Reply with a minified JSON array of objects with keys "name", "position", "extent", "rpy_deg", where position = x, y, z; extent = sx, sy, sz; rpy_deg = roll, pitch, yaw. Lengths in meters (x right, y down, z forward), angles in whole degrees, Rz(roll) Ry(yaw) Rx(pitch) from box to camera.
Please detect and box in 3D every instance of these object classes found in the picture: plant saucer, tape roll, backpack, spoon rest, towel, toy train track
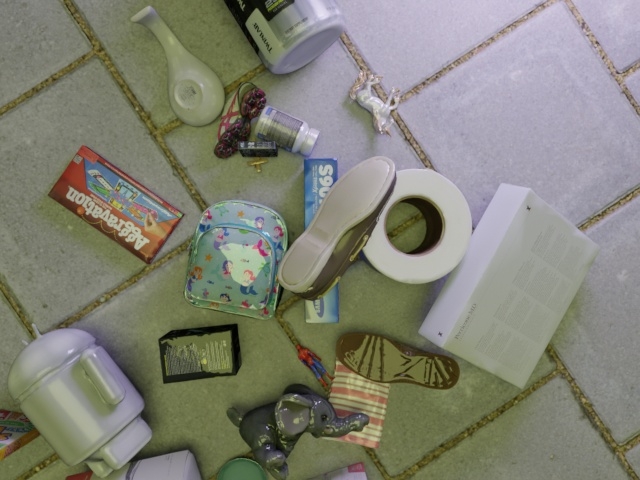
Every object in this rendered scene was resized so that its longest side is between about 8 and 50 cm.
[{"name":"plant saucer","position":[-0.184,0.567,1.319],"extent":[0.119,0.021,0.119],"rpy_deg":[0,90,-2]},{"name":"tape roll","position":[0.195,-0.030,1.254],"extent":[0.246,0.169,0.246],"rpy_deg":[0,89,-2]},{"name":"backpack","position":[-0.180,0.036,1.243],"extent":[0.225,0.191,0.253],"rpy_deg":[12,85,-1]},{"name":"spoon rest","position":[-0.322,-0.394,1.286],"extent":[0.137,0.084,0.276],"rpy_deg":[-26,102,15]},{"name":"towel","position":[0.088,0.382,1.323],"extent":[0.144,0.029,0.197],"rpy_deg":[12,90,-2]},{"name":"toy train track","position":[-0.151,-0.201,1.322],"extent":[0.048,0.014,0.083],"rpy_deg":[-10,84,0]}]

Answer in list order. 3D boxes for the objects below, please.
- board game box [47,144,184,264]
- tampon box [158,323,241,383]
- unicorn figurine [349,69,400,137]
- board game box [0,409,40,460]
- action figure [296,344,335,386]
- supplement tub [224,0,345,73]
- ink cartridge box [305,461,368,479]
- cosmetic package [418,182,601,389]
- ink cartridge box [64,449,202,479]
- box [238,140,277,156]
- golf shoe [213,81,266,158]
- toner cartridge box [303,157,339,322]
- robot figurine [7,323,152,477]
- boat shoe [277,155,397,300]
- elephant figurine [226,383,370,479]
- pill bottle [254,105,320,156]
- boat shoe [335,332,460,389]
[{"name":"board game box","position":[-0.474,-0.082,1.306],"extent":[0.281,0.027,0.145],"rpy_deg":[35,91,-2]},{"name":"tampon box","position":[-0.268,0.252,1.266],"extent":[0.161,0.120,0.101],"rpy_deg":[-6,90,-1]},{"name":"unicorn figurine","position":[0.136,-0.317,1.312],"extent":[0.162,0.060,0.111],"rpy_deg":[36,90,15]},{"name":"board game box","position":[-0.687,0.413,1.185],"extent":[0.124,0.259,0.039],"rpy_deg":[10,89,-2]},{"name":"action figure","position":[-0.016,0.289,1.315],"extent":[0.115,0.030,0.038],"rpy_deg":[46,105,9]},{"name":"supplement tub","position":[-0.112,-0.557,1.224],"extent":[0.207,0.207,0.338],"rpy_deg":[-33,91,-1]},{"name":"ink cartridge box","position":[0.017,0.587,1.279],"extent":[0.198,0.115,0.067],"rpy_deg":[-17,91,0]},{"name":"cosmetic package","position":[0.424,0.107,1.243],"extent":[0.284,0.097,0.377],"rpy_deg":[30,89,-31]},{"name":"ink cartridge box","position":[-0.405,0.604,1.239],"extent":[0.283,0.117,0.207],"rpy_deg":[-12,110,-2]},{"name":"box","position":[-0.142,-0.208,1.281],"extent":[0.083,0.067,0.018],"rpy_deg":[0,83,2]},{"name":"golf shoe","position":[-0.197,-0.278,1.303],"extent":[0.086,0.067,0.186],"rpy_deg":[41,102,39]},{"name":"toner cartridge box","position":[0.000,0.000,1.252],"extent":[0.075,0.165,0.348],"rpy_deg":[-1,90,-1]},{"name":"robot figurine","position":[-0.527,0.338,1.220],"extent":[0.300,0.200,0.353],"rpy_deg":[-36,92,33]},{"name":"boat shoe","position":[0.048,-0.021,1.122],"extent":[0.116,0.097,0.324],"rpy_deg":[34,86,41]},{"name":"elephant figurine","position":[-0.049,0.399,1.267],"extent":[0.239,0.169,0.186],"rpy_deg":[-42,124,-4]},{"name":"pill bottle","position":[-0.075,-0.248,1.290],"extent":[0.137,0.078,0.078],"rpy_deg":[24,90,-1]},{"name":"boat shoe","position":[0.172,0.281,1.296],"extent":[0.285,0.089,0.104],"rpy_deg":[17,84,0]}]
